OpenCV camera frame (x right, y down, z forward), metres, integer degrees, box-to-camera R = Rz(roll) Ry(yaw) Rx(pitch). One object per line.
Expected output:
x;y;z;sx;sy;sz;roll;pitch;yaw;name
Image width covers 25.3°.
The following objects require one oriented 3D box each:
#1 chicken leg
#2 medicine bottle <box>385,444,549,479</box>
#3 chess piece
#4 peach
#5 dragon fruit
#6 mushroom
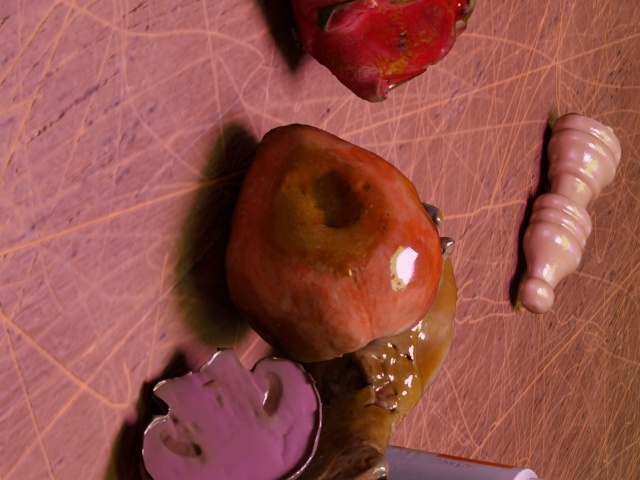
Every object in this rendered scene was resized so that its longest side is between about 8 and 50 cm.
0.053;0.144;1.489;0.152;0.201;0.429;53;30;-26;chicken leg
0.121;0.310;1.557;0.158;0.318;0.158;-20;113;-60;medicine bottle
0.374;-0.032;2.228;0.139;0.124;0.307;112;1;-68;chess piece
0.000;0.000;1.394;0.214;0.214;0.235;-10;72;-62;peach
0.064;-0.269;1.490;0.200;0.198;0.269;59;37;-13;dragon fruit
-0.090;0.195;1.334;0.188;0.141;0.117;-25;149;-32;mushroom
